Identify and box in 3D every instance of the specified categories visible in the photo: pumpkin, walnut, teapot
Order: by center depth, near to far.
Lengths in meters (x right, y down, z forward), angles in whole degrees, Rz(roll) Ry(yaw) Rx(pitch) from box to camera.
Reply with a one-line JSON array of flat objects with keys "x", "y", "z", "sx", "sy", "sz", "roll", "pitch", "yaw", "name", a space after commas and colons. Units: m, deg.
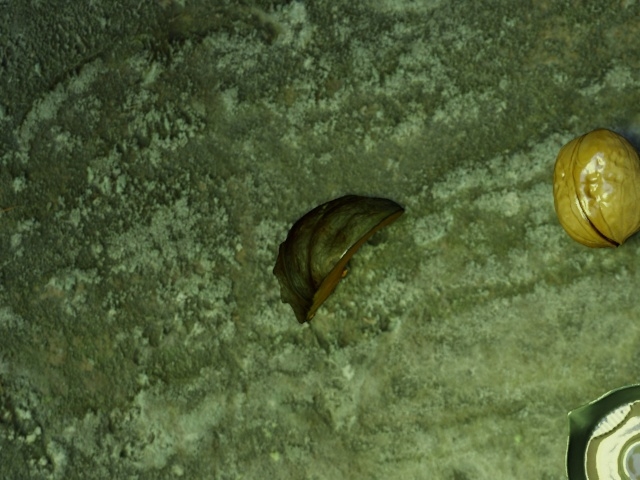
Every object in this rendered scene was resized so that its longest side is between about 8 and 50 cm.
[{"x": 0.460, "y": 0.316, "z": 1.595, "sx": 0.300, "sy": 0.344, "sz": 0.253, "roll": 36, "pitch": 93, "yaw": 23, "name": "teapot"}, {"x": 0.416, "y": -0.072, "z": 1.812, "sx": 0.144, "sy": 0.144, "sz": 0.180, "roll": -16, "pitch": 76, "yaw": 15, "name": "walnut"}, {"x": 0.000, "y": 0.000, "z": 1.937, "sx": 0.130, "sy": 0.149, "sz": 0.254, "roll": 44, "pitch": 95, "yaw": 14, "name": "pumpkin"}]
